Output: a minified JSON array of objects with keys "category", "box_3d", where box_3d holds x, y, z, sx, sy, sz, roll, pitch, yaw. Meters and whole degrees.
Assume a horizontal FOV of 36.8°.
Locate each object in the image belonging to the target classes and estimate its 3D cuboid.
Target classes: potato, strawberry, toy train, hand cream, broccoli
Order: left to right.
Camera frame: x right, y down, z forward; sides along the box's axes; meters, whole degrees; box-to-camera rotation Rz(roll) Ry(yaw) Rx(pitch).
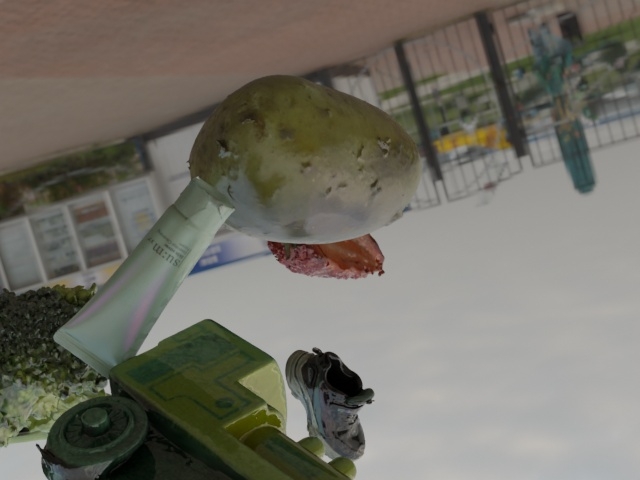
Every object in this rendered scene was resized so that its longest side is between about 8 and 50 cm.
[{"category":"broccoli","box_3d":[-0.361,0.215,1.401,0.397,0.274,0.353,14,155,-22]},{"category":"hand cream","box_3d":[-0.159,0.034,0.890,0.205,0.078,0.050,-52,-172,6]},{"category":"toy train","box_3d":[-0.066,0.214,0.800,0.237,0.150,0.369,-26,-144,-36]},{"category":"potato","box_3d":[-0.012,-0.085,1.115,0.307,0.173,0.210,4,143,-41]},{"category":"strawberry","box_3d":[0.003,-0.012,1.581,0.098,0.174,0.228,-23,153,39]}]

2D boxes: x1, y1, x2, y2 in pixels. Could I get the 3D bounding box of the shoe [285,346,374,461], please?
[{"category":"shoe","box_3d":[0.028,0.212,1.262,0.099,0.169,0.071,-22,-171,39]}]
